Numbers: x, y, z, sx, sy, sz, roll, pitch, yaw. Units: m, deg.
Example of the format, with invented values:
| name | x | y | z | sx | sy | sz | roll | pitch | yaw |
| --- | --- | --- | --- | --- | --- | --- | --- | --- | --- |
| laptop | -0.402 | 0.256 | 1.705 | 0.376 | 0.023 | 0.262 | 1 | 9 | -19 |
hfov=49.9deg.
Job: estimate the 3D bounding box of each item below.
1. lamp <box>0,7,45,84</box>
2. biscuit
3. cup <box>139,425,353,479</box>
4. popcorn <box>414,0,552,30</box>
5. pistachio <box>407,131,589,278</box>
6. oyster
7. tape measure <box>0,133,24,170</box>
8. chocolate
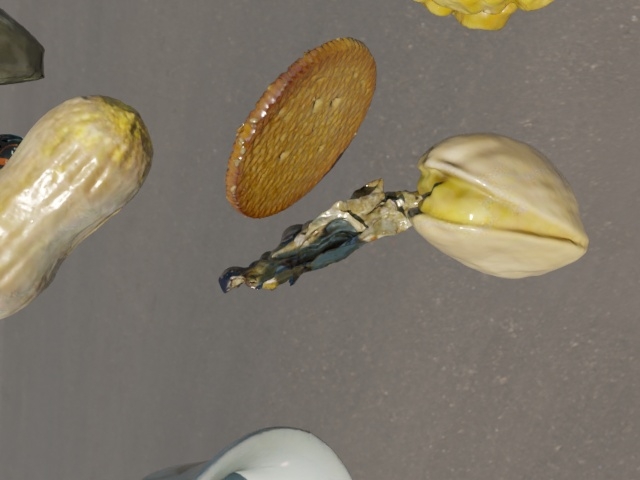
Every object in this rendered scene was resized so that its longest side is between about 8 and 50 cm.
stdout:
| name | x | y | z | sx | sy | sz | roll | pitch | yaw |
| --- | --- | --- | --- | --- | --- | --- | --- | --- | --- |
| lamp | -0.330 | -0.171 | 0.511 | 0.101 | 0.250 | 0.101 | -19 | 66 | 50 |
| biscuit | -0.027 | -0.157 | 0.988 | 0.038 | 0.305 | 0.305 | 40 | 129 | 18 |
| cup | -0.103 | 0.341 | 0.609 | 0.163 | 0.347 | 0.347 | -6 | 95 | 31 |
| popcorn | 0.152 | -0.275 | 0.514 | 0.250 | 0.190 | 0.250 | -41 | 32 | 33 |
| pistachio | 0.156 | -0.030 | 0.585 | 0.145 | 0.200 | 0.117 | 18 | 88 | 34 |
| oyster | 0.008 | -0.004 | 1.110 | 0.361 | 0.221 | 0.096 | -28 | 89 | 26 |
| tape measure | -0.392 | -0.091 | 0.866 | 0.054 | 0.094 | 0.091 | -17 | 63 | 49 |
| chocolate | -0.301 | -0.026 | 0.723 | 0.309 | 0.134 | 0.134 | -43 | 58 | -3 |
